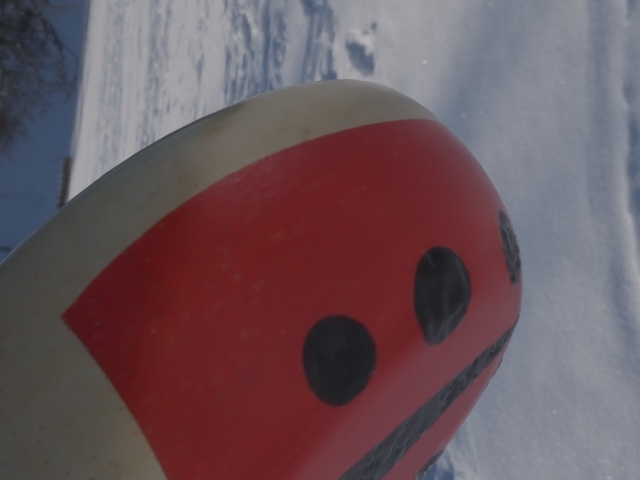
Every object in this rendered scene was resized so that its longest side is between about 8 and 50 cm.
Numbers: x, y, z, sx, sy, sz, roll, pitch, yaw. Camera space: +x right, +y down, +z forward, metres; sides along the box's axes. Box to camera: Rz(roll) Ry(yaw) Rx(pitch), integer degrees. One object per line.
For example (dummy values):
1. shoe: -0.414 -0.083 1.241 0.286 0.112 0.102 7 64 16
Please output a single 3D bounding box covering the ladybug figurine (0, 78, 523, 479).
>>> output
1. ladybug figurine: -0.021 0.076 0.505 0.161 0.449 0.305 29 138 30
